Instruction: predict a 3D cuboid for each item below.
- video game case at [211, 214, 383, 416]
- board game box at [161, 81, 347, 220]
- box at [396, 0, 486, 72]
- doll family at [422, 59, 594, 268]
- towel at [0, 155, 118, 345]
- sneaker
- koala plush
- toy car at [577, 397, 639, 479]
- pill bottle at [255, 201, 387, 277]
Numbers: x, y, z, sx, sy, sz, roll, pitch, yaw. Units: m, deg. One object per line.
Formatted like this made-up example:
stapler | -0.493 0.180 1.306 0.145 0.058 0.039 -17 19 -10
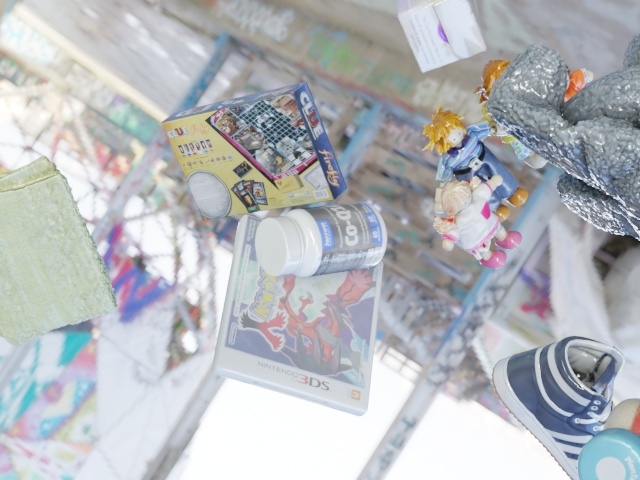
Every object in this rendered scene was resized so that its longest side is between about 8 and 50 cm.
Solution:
video game case | -0.021 0.084 1.345 0.183 0.201 0.023 19 146 -17
board game box | -0.097 -0.123 1.680 0.243 0.042 0.165 -7 114 35
box | 0.107 -0.271 1.145 0.324 0.063 0.067 -88 -24 -55
doll family | 0.193 -0.105 1.322 0.118 0.263 0.163 32 170 46
towel | -0.235 0.011 0.958 0.027 0.110 0.148 -102 -7 -64
sneaker | 0.371 0.238 1.551 0.282 0.099 0.153 43 138 -10
koala plush | 0.301 -0.123 1.001 0.196 0.221 0.203 43 176 -34
toy car | 0.395 0.286 1.209 0.238 0.210 0.219 12 -173 26
pill bottle | 0.000 0.000 1.325 0.137 0.078 0.078 -8 -156 -36
